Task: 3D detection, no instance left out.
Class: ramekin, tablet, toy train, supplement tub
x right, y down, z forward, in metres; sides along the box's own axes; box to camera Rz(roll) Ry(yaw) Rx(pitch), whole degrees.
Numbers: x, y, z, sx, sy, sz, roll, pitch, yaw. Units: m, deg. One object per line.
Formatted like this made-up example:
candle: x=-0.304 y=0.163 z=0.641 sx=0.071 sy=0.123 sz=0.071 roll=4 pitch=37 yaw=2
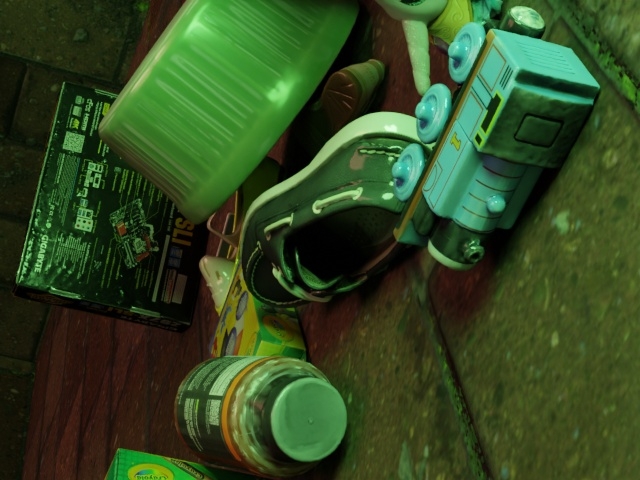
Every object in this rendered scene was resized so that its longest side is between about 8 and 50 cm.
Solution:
ramekin: x=-0.107 y=-0.181 z=1.348 sx=0.303 sy=0.148 sz=0.303 roll=-50 pitch=13 yaw=16
tablet: x=-0.100 y=0.010 z=1.503 sx=0.006 sy=0.054 sz=0.083 roll=24 pitch=100 yaw=52
toy train: x=0.108 y=-0.062 z=0.830 sx=0.105 sy=0.080 sz=0.184 roll=-108 pitch=36 yaw=-52
supplement tub: x=-0.051 y=0.154 z=1.101 sx=0.198 sy=0.106 sz=0.106 roll=-9 pitch=68 yaw=63

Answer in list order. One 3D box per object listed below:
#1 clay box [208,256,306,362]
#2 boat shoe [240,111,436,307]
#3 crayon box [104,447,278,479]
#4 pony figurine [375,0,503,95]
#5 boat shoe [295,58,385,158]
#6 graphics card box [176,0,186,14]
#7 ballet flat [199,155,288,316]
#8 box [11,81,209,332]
clay box: x=-0.068 y=0.121 z=1.299 sx=0.222 sy=0.053 sz=0.127 roll=-109 pitch=37 yaw=-63
boat shoe: x=0.000 y=0.000 z=1.069 sx=0.302 sy=0.114 sz=0.091 roll=128 pitch=157 yaw=-56
crayon box: x=-0.157 y=0.324 z=1.219 sx=0.081 sy=0.165 sz=0.278 roll=-92 pitch=22 yaw=-45
pony figurine: x=0.009 y=-0.322 z=0.913 sx=0.302 sy=0.363 sz=0.351 roll=-2 pitch=70 yaw=57
boat shoe: x=0.019 y=-0.131 z=1.247 sx=0.056 sy=0.048 sz=0.153 roll=52 pitch=150 yaw=10
graphics card box: x=-0.195 y=-0.288 z=2.008 sx=0.371 sy=0.094 sz=0.233 roll=141 pitch=141 yaw=-63
ballet flat: x=-0.099 y=0.010 z=1.455 sx=0.077 sy=0.077 sz=0.231 roll=171 pitch=113 yaw=-73
box: x=-0.291 y=-0.048 z=1.828 sx=0.079 sy=0.257 sz=0.322 roll=145 pitch=136 yaw=-65
